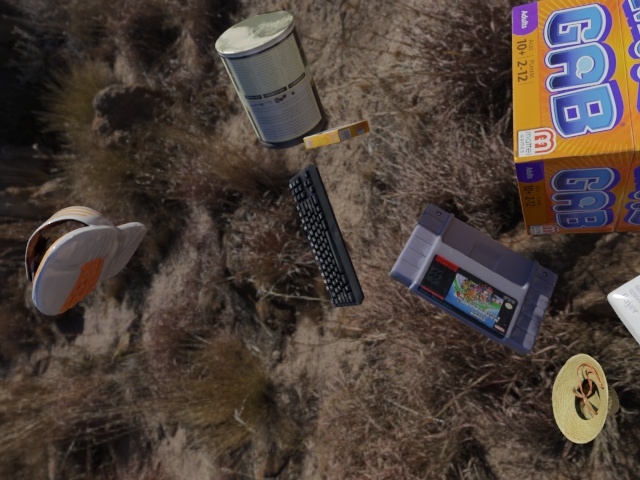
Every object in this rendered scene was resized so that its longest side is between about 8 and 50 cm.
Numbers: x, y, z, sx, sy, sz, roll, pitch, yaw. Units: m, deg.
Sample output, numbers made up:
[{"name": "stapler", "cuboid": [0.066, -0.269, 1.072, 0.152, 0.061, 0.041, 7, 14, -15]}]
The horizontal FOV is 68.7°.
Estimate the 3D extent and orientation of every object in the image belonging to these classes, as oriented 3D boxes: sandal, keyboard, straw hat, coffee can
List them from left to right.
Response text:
[{"name": "sandal", "cuboid": [-0.277, 0.010, 0.536, 0.102, 0.076, 0.265, -59, 8, 1]}, {"name": "coffee can", "cuboid": [-0.118, -0.405, 1.199, 0.201, 0.201, 0.275, 59, 174, 46]}, {"name": "keyboard", "cuboid": [0.000, 0.000, 0.607, 0.180, 0.023, 0.108, 71, 160, 2]}, {"name": "straw hat", "cuboid": [0.458, 0.267, 0.781, 0.144, 0.061, 0.144, -169, 90, -84]}]

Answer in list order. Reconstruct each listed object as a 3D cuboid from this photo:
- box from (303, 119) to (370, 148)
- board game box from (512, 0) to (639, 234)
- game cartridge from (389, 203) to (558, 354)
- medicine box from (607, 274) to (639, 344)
[{"name": "box", "cuboid": [0.027, -0.216, 0.962, 0.136, 0.081, 0.028, 2, 114, 56]}, {"name": "board game box", "cuboid": [0.589, -0.243, 0.936, 0.356, 0.356, 0.356, -2, 69, 27]}, {"name": "game cartridge", "cuboid": [0.364, 0.086, 1.106, 0.230, 0.355, 0.068, -56, -7, -31]}, {"name": "medicine box", "cuboid": [0.551, 0.087, 0.547, 0.289, 0.263, 0.149, -41, 39, 24]}]
